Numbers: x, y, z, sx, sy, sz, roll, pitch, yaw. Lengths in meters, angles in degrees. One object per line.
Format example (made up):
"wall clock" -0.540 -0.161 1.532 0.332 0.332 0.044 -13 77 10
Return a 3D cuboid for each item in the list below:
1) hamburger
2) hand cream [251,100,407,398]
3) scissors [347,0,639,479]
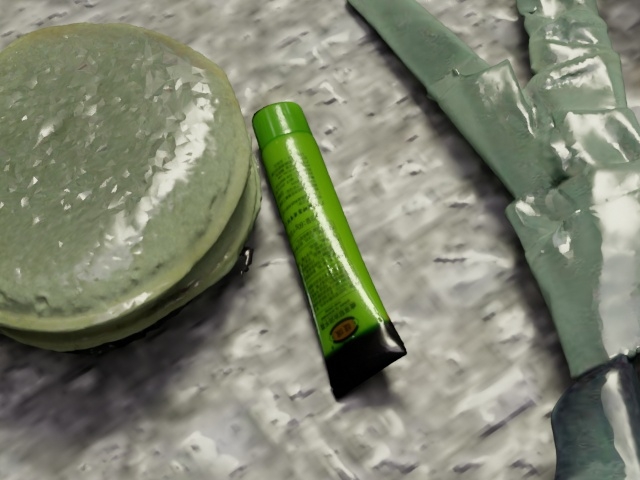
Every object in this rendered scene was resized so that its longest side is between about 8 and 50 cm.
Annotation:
"hamburger" -0.090 -0.020 0.586 0.133 0.062 0.140 31 70 22
"hand cream" 0.000 0.000 0.590 0.036 0.023 0.122 -35 58 27
"scissors" 0.103 0.001 0.562 0.256 0.029 0.383 -29 58 8
